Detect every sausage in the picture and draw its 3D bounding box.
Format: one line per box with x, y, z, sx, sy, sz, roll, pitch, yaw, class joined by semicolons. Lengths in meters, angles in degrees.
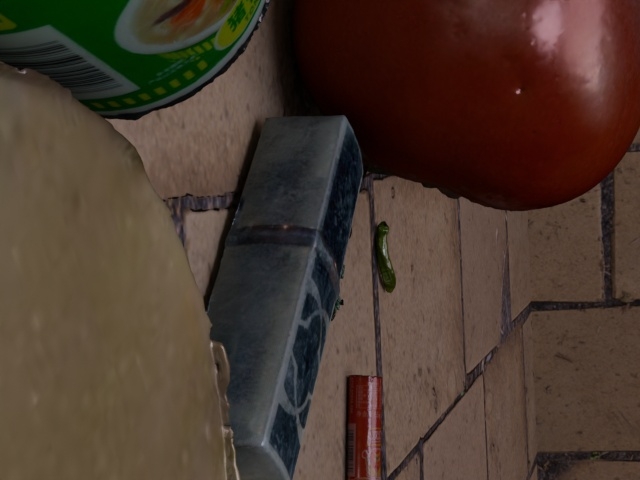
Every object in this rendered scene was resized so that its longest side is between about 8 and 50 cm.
0.042;0.194;1.093;0.034;0.034;0.129;30;60;-70;sausage

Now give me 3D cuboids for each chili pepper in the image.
0.072;0.020;1.230;0.030;0.017;0.083;-48;133;-68;chili pepper

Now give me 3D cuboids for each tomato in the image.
0.133;-0.187;0.959;0.321;0.321;0.322;-2;90;-73;tomato

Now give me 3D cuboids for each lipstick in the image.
-0.032;0.038;0.802;0.077;0.076;0.290;71;26;-48;lipstick

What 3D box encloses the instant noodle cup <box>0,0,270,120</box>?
-0.106;-0.144;0.407;0.233;0.207;0.207;53;38;-73;instant noodle cup

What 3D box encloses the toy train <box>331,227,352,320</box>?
0.000;0.000;0.968;0.071;0.038;0.148;50;40;-64;toy train

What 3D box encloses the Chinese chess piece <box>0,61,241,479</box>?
-0.140;0.104;0.345;0.338;0.140;0.338;-3;90;-73;Chinese chess piece
